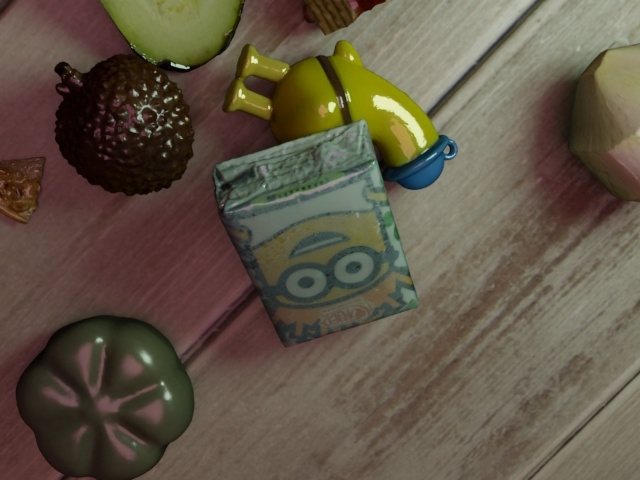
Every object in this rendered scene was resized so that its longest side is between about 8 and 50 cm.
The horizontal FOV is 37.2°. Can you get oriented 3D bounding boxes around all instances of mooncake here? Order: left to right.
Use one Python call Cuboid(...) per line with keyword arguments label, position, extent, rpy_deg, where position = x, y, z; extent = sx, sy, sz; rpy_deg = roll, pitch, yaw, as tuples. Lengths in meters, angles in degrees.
Cuboid(label="mooncake", position=(-0.334, 0.247, 1.479), extent=(0.275, 0.135, 0.274), rpy_deg=(0, 99, -3))

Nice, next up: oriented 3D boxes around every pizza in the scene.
Cuboid(label="pizza", position=(-0.464, -0.094, 1.443), extent=(0.108, 0.026, 0.123), rpy_deg=(-43, 102, 2))

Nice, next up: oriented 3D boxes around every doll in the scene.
Cuboid(label="doll", position=(0.044, -0.189, 1.418), extent=(0.363, 0.145, 0.199), rpy_deg=(17, 97, -16))

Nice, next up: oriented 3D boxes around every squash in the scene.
Cuboid(label="squash", position=(-0.190, -0.357, 1.350), extent=(0.237, 0.204, 0.155), rpy_deg=(-23, 81, -1))

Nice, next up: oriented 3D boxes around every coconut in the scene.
Cuboid(label="coconut", position=(0.491, -0.185, 1.418), extent=(0.259, 0.259, 0.259), rpy_deg=(-1, 102, -6))

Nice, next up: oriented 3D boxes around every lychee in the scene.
Cuboid(label="lychee", position=(-0.287, -0.170, 1.363), extent=(0.200, 0.200, 0.238), rpy_deg=(-44, 118, 5))

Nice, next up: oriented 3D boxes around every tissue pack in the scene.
Cuboid(label="tissue pack", position=(0.000, 0.000, 1.396), extent=(0.228, 0.128, 0.310), rpy_deg=(-17, 133, 4))

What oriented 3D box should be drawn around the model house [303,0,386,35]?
Cuboid(label="model house", position=(0.040, -0.419, 1.341), extent=(0.254, 0.160, 0.196), rpy_deg=(-24, 108, 37))
